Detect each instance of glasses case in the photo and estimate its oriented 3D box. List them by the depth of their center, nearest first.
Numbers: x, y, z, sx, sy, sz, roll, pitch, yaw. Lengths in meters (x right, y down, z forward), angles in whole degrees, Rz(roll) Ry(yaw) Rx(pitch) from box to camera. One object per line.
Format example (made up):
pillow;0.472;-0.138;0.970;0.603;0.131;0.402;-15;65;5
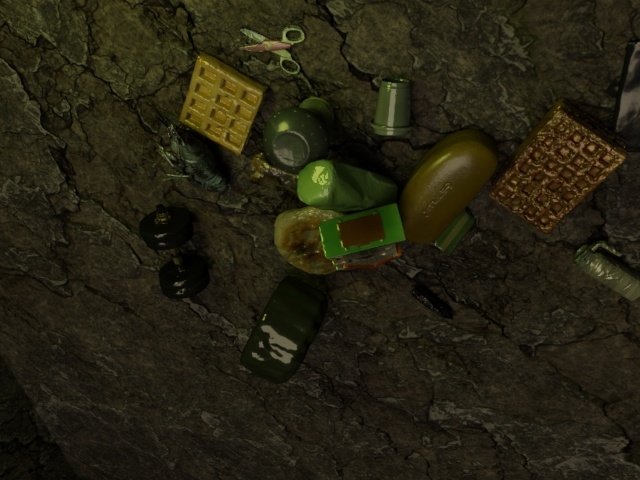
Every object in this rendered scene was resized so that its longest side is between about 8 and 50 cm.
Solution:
glasses case;0.334;-0.146;1.643;0.173;0.141;0.371;32;128;-3

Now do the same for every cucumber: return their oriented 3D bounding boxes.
cucumber;0.370;0.208;1.943;0.181;0.053;0.053;38;128;-10

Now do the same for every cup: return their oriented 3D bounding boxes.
cup;0.194;-0.358;1.568;0.120;0.120;0.141;7;113;15

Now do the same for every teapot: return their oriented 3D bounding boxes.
teapot;-0.043;-0.299;1.598;0.183;0.251;0.184;9;126;13
teapot;0.828;0.077;1.665;0.200;0.077;0.107;30;125;-3

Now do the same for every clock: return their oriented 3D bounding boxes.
clock;0.128;0.005;1.679;0.219;0.106;0.255;-14;164;6

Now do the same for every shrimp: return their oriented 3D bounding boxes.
shrimp;-0.415;-0.250;1.782;0.137;0.172;0.372;20;161;45

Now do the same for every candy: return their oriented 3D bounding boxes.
candy;0.078;-0.136;1.608;0.142;0.343;0.132;13;93;37

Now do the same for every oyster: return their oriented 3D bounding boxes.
oyster;-0.042;-0.201;1.749;0.336;0.133;0.198;16;121;3

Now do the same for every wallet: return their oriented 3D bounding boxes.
wallet;0.789;-0.341;1.408;0.146;0.030;0.285;7;125;19

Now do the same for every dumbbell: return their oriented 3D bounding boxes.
dumbbell;-0.507;0.044;2.060;0.185;0.185;0.388;2;126;18

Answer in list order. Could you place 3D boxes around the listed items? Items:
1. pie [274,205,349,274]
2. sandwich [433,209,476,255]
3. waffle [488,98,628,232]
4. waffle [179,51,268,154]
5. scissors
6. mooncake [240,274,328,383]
pie;0.000;0.000;1.847;0.337;0.075;0.338;1;143;1
sandwich;0.400;-0.026;1.746;0.074;0.074;0.116;36;129;-8
waffle;0.608;-0.183;1.532;0.212;0.091;0.308;35;132;2
waffle;-0.292;-0.399;1.742;0.221;0.055;0.248;28;129;-2
scissors;-0.137;-0.536;1.610;0.187;0.020;0.134;15;125;7
mooncake;-0.117;0.306;2.000;0.194;0.356;0.356;29;129;2
